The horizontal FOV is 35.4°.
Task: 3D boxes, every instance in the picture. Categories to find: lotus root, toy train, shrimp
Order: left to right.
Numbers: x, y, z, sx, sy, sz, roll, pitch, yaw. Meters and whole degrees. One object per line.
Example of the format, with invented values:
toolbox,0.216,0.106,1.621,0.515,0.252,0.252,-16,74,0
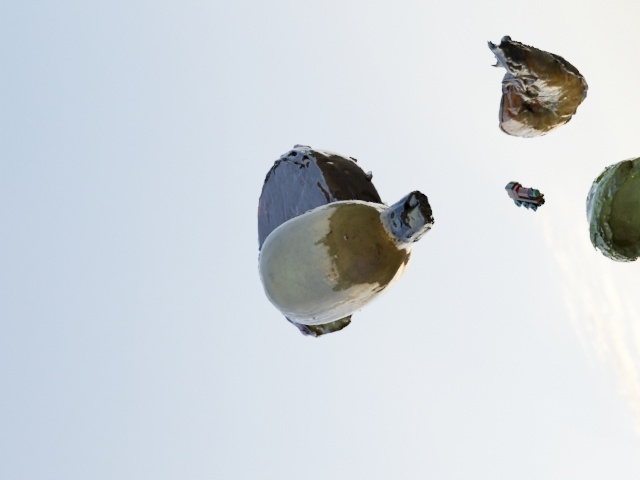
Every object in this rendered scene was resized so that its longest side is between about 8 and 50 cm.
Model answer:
lotus root,0.044,0.017,1.468,0.183,0.310,0.183,35,-139,-37
shrimp,0.351,-0.259,1.719,0.317,0.164,0.062,21,-158,-48
toy train,0.500,-0.109,2.436,0.044,0.103,0.064,-43,-59,-19

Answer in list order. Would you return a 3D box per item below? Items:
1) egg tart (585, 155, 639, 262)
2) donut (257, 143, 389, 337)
egg tart,0.499,-0.057,1.604,0.197,0.197,0.078,43,-179,-31
donut,-0.009,-0.018,1.775,0.136,0.345,0.259,-9,-139,-27
